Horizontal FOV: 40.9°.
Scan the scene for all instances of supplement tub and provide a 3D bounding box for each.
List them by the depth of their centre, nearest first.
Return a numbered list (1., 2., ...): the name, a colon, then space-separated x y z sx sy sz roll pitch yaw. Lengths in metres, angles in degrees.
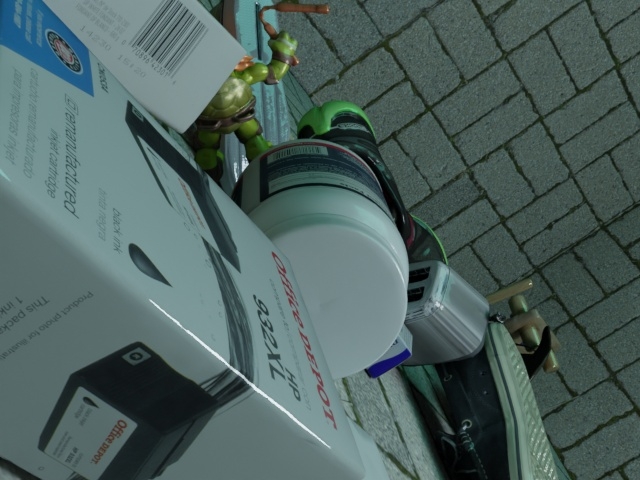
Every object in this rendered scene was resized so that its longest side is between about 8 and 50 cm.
1. supplement tub: -0.009 0.011 0.935 0.191 0.191 0.272 52 11 -20

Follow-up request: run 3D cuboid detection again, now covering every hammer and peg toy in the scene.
1. hammer and peg toy: 0.376 0.223 1.868 0.361 0.265 0.127 43 28 -56

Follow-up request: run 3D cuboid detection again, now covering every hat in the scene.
1. hat: 0.335 0.280 1.666 0.133 0.332 0.331 26 3 13

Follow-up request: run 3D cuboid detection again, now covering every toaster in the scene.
1. toaster: 0.176 0.121 1.434 0.146 0.226 0.129 42 53 -30

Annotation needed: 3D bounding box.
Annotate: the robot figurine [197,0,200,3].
1. robot figurine: -0.201 -0.257 1.084 0.128 0.158 0.219 90 -22 -51

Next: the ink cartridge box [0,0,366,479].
1. ink cartridge box: -0.125 0.025 0.515 0.307 0.129 0.223 48 12 -38

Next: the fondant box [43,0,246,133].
1. fondant box: -0.241 -0.244 0.681 0.330 0.096 0.238 39 2 26

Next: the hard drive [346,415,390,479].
1. hard drive: 0.035 0.267 0.755 0.203 0.040 0.308 47 13 -40

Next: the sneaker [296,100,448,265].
1. sneaker: 0.091 -0.017 1.559 0.483 0.185 0.202 55 21 -27

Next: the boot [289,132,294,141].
1. boot: -0.113 -0.197 1.392 0.262 0.095 0.204 44 16 -56

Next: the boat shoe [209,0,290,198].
1. boat shoe: -0.109 -0.197 1.195 0.109 0.094 0.303 7 81 -36

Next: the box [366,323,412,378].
1. box: 0.074 0.124 1.308 0.137 0.072 0.126 55 10 -1

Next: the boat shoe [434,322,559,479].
1. boat shoe: 0.273 0.341 1.347 0.187 0.155 0.500 55 20 -35

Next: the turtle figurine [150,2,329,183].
1. turtle figurine: -0.101 -0.159 0.993 0.217 0.269 0.087 81 -17 -54
